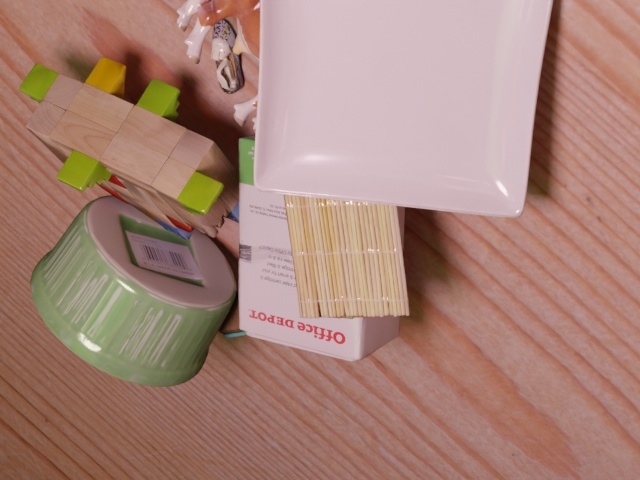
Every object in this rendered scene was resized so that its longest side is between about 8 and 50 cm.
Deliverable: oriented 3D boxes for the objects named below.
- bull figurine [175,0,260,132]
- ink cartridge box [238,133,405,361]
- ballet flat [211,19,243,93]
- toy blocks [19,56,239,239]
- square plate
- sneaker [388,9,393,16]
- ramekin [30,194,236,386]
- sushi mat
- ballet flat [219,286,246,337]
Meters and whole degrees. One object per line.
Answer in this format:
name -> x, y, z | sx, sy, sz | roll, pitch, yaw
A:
bull figurine -> -0.053, -0.245, 1.771 | 0.188, 0.101, 0.310 | -35, 93, 13
ink cartridge box -> 0.000, 0.000, 1.882 | 0.211, 0.121, 0.289 | 13, 111, 31
ballet flat -> -0.135, -0.255, 1.898 | 0.041, 0.041, 0.114 | 14, 132, 30
toy blocks -> -0.248, -0.102, 1.995 | 0.381, 0.190, 0.261 | 25, 167, 26
square plate -> 0.095, -0.203, 1.632 | 0.344, 0.049, 0.347 | 6, 119, 5
sneaker -> 0.034, -0.329, 1.670 | 0.188, 0.071, 0.066 | 24, 137, 20
ramekin -> -0.277, 0.067, 2.072 | 0.303, 0.303, 0.148 | 38, 115, 5
sushi mat -> 0.026, -0.044, 1.756 | 0.151, 0.019, 0.316 | -4, 106, 12
ballet flat -> -0.040, 0.067, 2.064 | 0.342, 0.116, 0.124 | -11, 104, 42
